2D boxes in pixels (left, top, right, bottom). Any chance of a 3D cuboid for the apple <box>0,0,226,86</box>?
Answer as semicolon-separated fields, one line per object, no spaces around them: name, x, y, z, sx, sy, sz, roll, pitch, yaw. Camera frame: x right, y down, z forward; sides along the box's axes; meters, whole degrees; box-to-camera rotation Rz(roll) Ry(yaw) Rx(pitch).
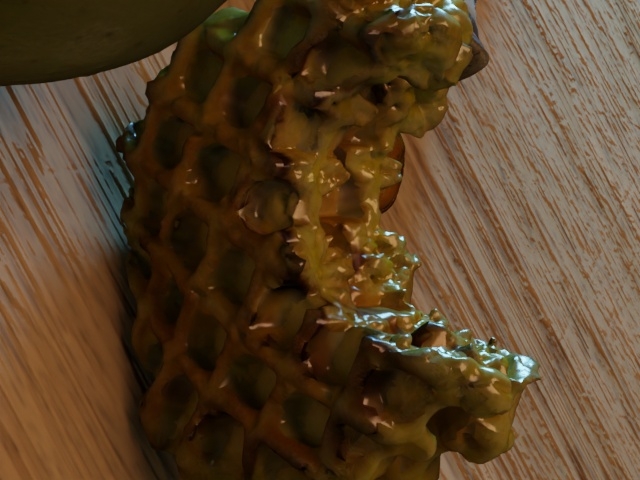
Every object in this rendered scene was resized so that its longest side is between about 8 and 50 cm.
apple;-0.190;-0.250;0.876;0.357;0.357;0.357;22;57;-39

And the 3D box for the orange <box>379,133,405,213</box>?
orange;0.024;-0.056;1.217;0.086;0.062;0.086;-5;105;-18

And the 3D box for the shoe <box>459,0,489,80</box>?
shoe;0.069;-0.205;1.315;0.180;0.089;0.092;36;50;-33

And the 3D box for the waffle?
waffle;0.000;0.000;1.017;0.151;0.261;0.324;15;64;-51
